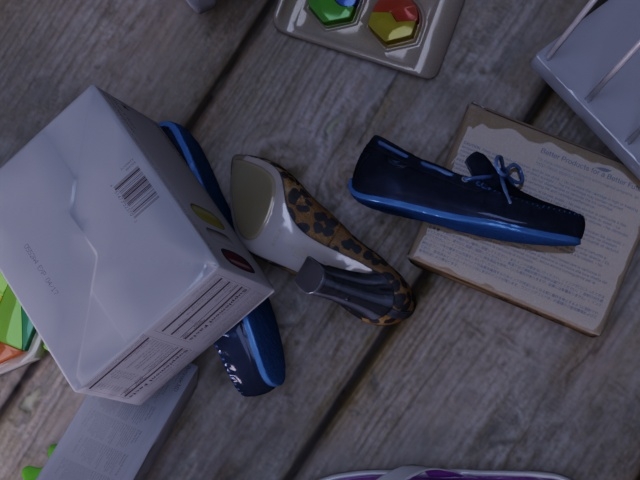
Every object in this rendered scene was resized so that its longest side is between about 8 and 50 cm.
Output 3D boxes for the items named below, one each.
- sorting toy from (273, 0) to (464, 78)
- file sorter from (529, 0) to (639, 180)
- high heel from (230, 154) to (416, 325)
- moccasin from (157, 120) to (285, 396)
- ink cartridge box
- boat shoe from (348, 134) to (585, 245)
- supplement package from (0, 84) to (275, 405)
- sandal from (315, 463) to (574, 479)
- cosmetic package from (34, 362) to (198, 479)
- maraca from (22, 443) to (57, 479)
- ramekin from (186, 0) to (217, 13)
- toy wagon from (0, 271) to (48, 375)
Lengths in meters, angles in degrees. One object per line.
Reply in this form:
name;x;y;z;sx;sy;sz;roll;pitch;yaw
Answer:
sorting toy;0.068;-0.310;1.644;0.208;0.038;0.193;20;87;8
file sorter;0.410;-0.180;1.487;0.193;0.173;0.278;-37;80;-31
high heel;0.000;0.000;1.621;0.093;0.186;0.261;-52;47;18
moccasin;-0.143;0.032;1.609;0.116;0.138;0.342;-26;68;8
ink cartridge box;0.240;-0.021;1.572;0.234;0.088;0.193;23;87;9
boat shoe;0.159;-0.057;1.489;0.258;0.109;0.089;15;83;7
supplement package;-0.217;0.007;1.490;0.204;0.145;0.262;-40;67;9
sandal;0.096;0.323;1.542;0.416;0.102;0.169;-13;72;6
cosmetic package;-0.234;0.229;1.568;0.098;0.060;0.239;22;57;10
maraca;-0.281;0.320;1.604;0.127;0.099;0.186;-38;64;-3
ramekin;-0.144;-0.376;1.598;0.109;0.207;0.207;-30;82;-6
toy wagon;-0.395;0.051;1.654;0.344;0.068;0.267;22;88;9
